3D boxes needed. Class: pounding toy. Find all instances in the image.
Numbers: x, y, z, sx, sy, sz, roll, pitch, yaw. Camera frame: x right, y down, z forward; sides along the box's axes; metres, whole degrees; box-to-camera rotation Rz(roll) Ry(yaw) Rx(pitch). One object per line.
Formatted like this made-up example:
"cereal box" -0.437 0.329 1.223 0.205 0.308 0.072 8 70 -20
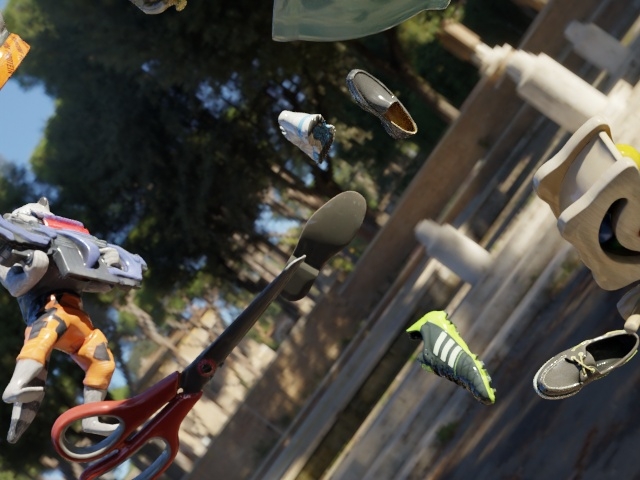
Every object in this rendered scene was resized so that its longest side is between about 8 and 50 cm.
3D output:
"pounding toy" 0.352 -0.004 1.035 0.154 0.155 0.269 -34 -42 15

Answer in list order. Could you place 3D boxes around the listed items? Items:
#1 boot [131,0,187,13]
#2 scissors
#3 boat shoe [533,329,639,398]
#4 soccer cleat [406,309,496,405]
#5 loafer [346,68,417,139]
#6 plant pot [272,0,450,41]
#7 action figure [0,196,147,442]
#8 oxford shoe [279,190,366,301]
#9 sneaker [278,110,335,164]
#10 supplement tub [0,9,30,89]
"boot" -0.031 -0.221 0.659 0.203 0.262 0.095 -41 -39 -28
"scissors" -0.111 0.132 0.897 0.297 0.109 0.021 -35 24 -1
"boat shoe" 0.511 0.233 1.887 0.228 0.081 0.068 -23 -21 -20
"soccer cleat" 0.180 0.170 1.353 0.072 0.179 0.060 -32 -47 0
"loafer" 0.119 -0.256 1.826 0.062 0.170 0.061 -54 23 -10
"plant pot" 0.061 -0.358 1.097 0.293 0.196 0.293 -173 90 -89
"action figure" -0.393 0.082 1.310 0.178 0.330 0.341 -31 -35 25
"oxford shoe" 0.000 0.000 1.613 0.212 0.076 0.076 -52 4 16
"sneaker" -0.028 -0.198 1.792 0.071 0.083 0.190 -66 -16 -8
"supplement tub" -0.325 -0.170 0.739 0.117 0.190 0.117 -42 24 24
